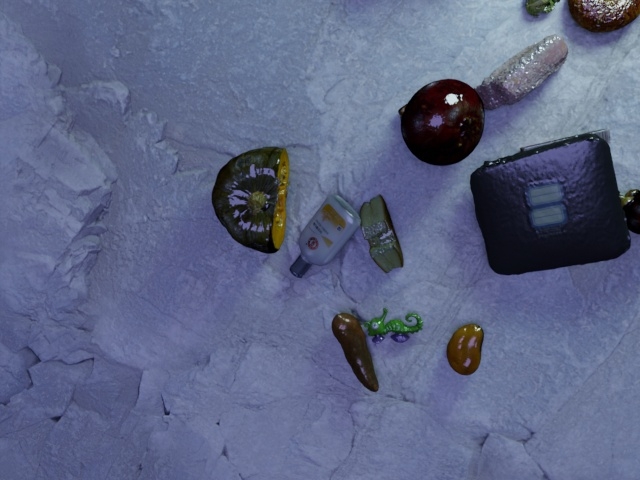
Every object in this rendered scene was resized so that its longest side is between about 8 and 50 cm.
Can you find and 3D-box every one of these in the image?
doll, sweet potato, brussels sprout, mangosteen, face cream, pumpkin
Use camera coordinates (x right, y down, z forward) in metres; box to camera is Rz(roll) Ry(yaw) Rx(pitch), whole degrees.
[{"bbox_3d":[0.232,0.272,1.489,0.190,0.050,0.115,-2,107,12],"label":"doll"},{"bbox_3d":[0.118,0.355,1.508,0.097,0.097,0.292,-22,101,16],"label":"sweet potato"},{"bbox_3d":[0.591,-0.640,1.234,0.085,0.058,0.085,-1,108,-3],"label":"brussels sprout"},{"bbox_3d":[0.312,-0.327,1.291,0.261,0.235,0.236,32,111,50],"label":"mangosteen"},{"bbox_3d":[0.000,0.000,1.468,0.144,0.071,0.291,50,117,21],"label":"face cream"},{"bbox_3d":[0.854,-0.086,1.242,0.151,0.137,0.137,38,108,28],"label":"mangosteen"},{"bbox_3d":[-0.220,-0.125,1.420,0.232,0.242,0.325,4,97,3],"label":"pumpkin"}]

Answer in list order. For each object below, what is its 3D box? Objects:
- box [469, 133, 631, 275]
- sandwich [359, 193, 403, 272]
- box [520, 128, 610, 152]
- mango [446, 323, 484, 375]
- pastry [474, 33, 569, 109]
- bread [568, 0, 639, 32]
[{"bbox_3d":[0.615,-0.084,1.273,0.359,0.091,0.351,-14,105,28],"label":"box"},{"bbox_3d":[0.185,-0.011,1.425,0.090,0.088,0.245,-18,96,19],"label":"sandwich"},{"bbox_3d":[0.670,-0.262,1.285,0.218,0.055,0.040,-11,101,15],"label":"box"},{"bbox_3d":[0.447,0.333,1.437,0.105,0.084,0.160,15,83,26],"label":"mango"},{"bbox_3d":[0.543,-0.448,1.252,0.265,0.112,0.103,-35,102,18],"label":"pastry"},{"bbox_3d":[0.738,-0.629,1.198,0.193,0.064,0.193,1,98,11],"label":"bread"}]
